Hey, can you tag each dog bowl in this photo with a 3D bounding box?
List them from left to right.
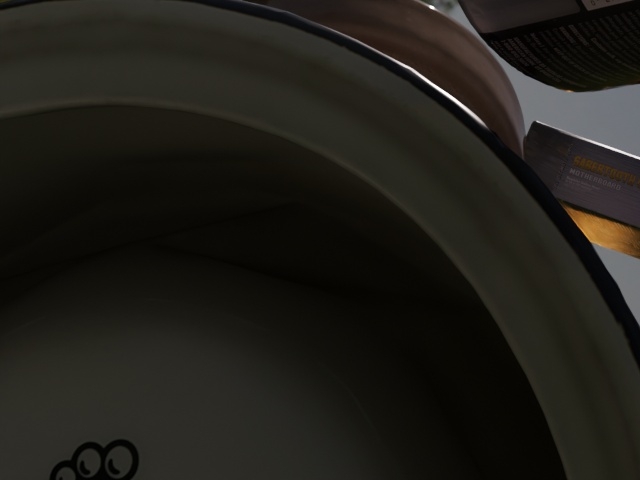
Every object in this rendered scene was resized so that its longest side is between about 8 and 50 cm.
[{"bbox_3d":[-0.067,0.130,0.520,0.408,0.408,0.150,54,7,19],"label":"dog bowl"}]

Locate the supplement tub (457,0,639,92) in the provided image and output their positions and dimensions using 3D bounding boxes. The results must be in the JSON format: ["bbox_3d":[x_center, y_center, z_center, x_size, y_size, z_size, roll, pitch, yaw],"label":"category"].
[{"bbox_3d":[0.223,-0.186,0.729,0.316,0.193,0.193,-6,-53,52],"label":"supplement tub"}]

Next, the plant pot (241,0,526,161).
[{"bbox_3d":[0.000,0.000,0.968,0.263,0.263,0.229,53,29,-31],"label":"plant pot"}]

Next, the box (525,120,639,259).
[{"bbox_3d":[0.275,-0.024,1.273,0.183,0.056,0.231,22,-2,21],"label":"box"}]
